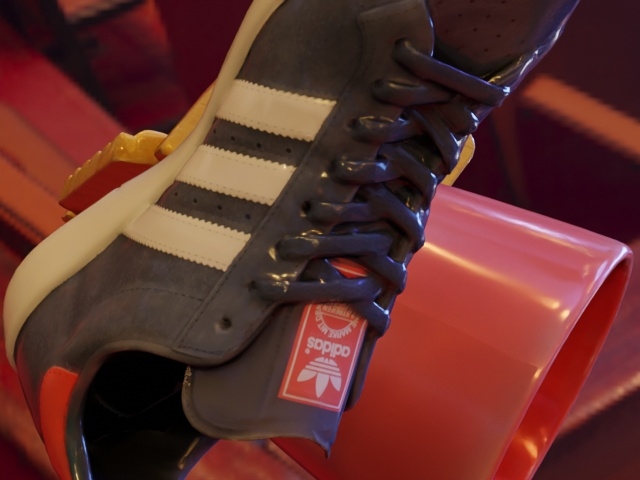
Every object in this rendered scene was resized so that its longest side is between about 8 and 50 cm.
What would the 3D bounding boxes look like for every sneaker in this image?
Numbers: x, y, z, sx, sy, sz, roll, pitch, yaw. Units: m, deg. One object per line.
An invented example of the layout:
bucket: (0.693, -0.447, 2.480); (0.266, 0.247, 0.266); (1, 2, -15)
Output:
sneaker: (0.000, 0.000, 0.735); (0.131, 0.350, 0.148); (18, 39, -37)

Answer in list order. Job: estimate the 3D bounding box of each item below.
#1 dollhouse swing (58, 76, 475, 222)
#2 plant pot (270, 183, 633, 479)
dollhouse swing: (-0.025, -0.139, 1.601); (0.315, 0.305, 0.347); (20, -14, -17)
plant pot: (0.059, 0.072, 1.280); (0.243, 0.275, 0.275); (29, 43, 16)
